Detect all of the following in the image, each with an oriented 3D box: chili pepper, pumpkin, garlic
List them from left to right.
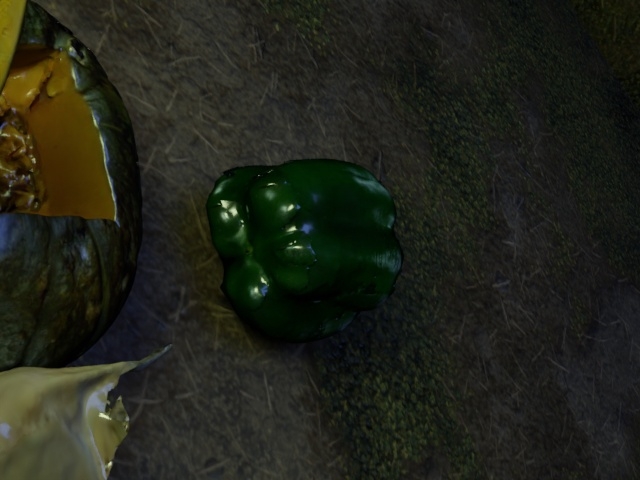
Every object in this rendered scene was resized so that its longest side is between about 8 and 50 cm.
[{"bbox_3d":[-0.259,-0.042,0.864,0.320,0.192,0.321,31,48,-42],"label":"pumpkin"},{"bbox_3d":[-0.215,0.196,0.765,0.196,0.151,0.339,26,65,-35],"label":"garlic"},{"bbox_3d":[0.000,0.000,1.240,0.261,0.165,0.174,3,55,-56],"label":"chili pepper"}]

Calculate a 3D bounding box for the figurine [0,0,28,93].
[{"bbox_3d":[-0.341,-0.038,0.585,0.268,0.400,0.387,-66,157,-78],"label":"figurine"}]
